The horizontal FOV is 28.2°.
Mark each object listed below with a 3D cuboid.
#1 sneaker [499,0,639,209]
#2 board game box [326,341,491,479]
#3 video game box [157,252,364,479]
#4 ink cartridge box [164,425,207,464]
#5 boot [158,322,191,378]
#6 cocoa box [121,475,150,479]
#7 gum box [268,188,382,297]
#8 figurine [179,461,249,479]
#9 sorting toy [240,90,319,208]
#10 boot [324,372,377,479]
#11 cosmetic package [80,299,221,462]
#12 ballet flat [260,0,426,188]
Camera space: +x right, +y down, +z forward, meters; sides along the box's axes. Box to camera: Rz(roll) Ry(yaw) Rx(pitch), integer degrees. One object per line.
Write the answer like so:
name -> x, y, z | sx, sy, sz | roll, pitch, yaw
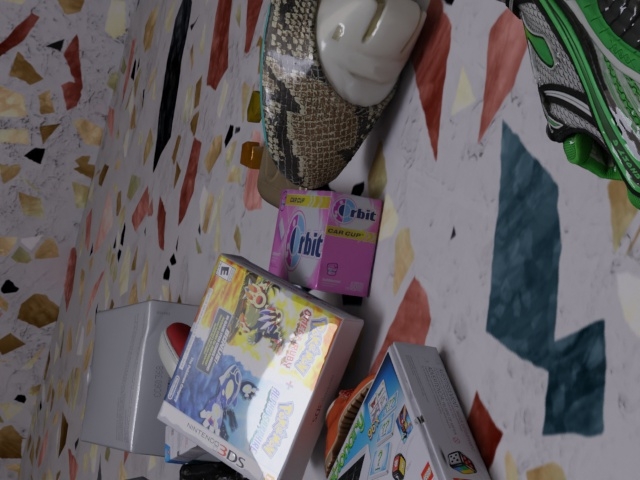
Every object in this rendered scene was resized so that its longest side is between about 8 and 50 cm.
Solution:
sneaker -> 0.183, -0.131, 0.887 | 0.343, 0.134, 0.146 | -115, 38, -57
board game box -> 0.057, 0.271, 1.174 | 0.193, 0.053, 0.305 | -108, 33, -50
video game box -> -0.069, 0.142, 1.372 | 0.187, 0.048, 0.205 | 25, 98, 33
ink cartridge box -> -0.162, 0.244, 1.579 | 0.083, 0.028, 0.048 | -33, 51, 49
boot -> -0.076, 0.123, 1.459 | 0.244, 0.088, 0.176 | 38, 106, 37
cocoa box -> -0.279, 0.503, 1.621 | 0.228, 0.231, 0.347 | 170, 92, -70
gum box -> 0.000, 0.000, 1.438 | 0.188, 0.062, 0.107 | -172, 91, -70
figurine -> -0.088, 0.229, 1.573 | 0.209, 0.092, 0.215 | -21, 61, 59
sorting toy -> -0.039, -0.154, 1.664 | 0.307, 0.041, 0.229 | -149, 65, -69
boot -> 0.038, 0.168, 1.273 | 0.085, 0.059, 0.158 | -94, 22, -44
cosmetic package -> -0.237, 0.207, 1.875 | 0.385, 0.156, 0.217 | 168, 110, -70
ballet flat -> 0.044, -0.298, 1.350 | 0.182, 0.164, 0.483 | -2, 77, 49
